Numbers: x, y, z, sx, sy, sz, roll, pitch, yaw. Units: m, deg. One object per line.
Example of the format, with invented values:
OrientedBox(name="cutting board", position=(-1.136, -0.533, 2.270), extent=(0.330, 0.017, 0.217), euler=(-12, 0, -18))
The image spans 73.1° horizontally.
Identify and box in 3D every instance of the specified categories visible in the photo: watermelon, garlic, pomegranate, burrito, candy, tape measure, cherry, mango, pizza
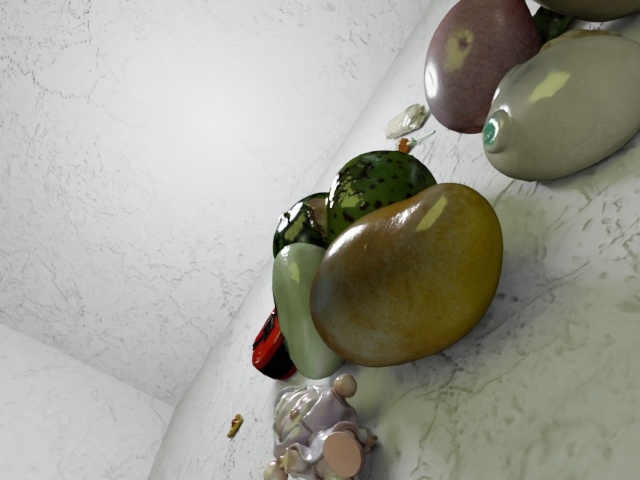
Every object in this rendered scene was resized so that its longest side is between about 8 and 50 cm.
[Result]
OrientedBox(name="watermelon", position=(0.432, -0.405, 0.859), extent=(0.245, 0.063, 0.119), euler=(-58, -8, 29))
OrientedBox(name="garlic", position=(0.377, -0.272, 0.638), extent=(0.094, 0.112, 0.074), euler=(63, -150, -65))
OrientedBox(name="pomegranate", position=(0.103, -0.047, 0.836), extent=(0.254, 0.270, 0.255), euler=(-2, -90, -84))
OrientedBox(name="burrito", position=(0.280, -0.396, 1.471), extent=(0.275, 0.059, 0.082), euler=(-162, 89, -79))
OrientedBox(name="candy", position=(0.280, -0.296, 1.282), extent=(0.184, 0.048, 0.056), euler=(169, 102, -67))
OrientedBox(name="tape measure", position=(-0.099, 0.264, 1.238), extent=(0.253, 0.114, 0.260), euler=(-59, 11, 3))
OrientedBox(name="cherry", position=(0.278, -0.311, 0.763), extent=(0.206, 0.239, 0.239), euler=(-24, 30, 32))
OrientedBox(name="mango", position=(0.112, 0.055, 0.613), extent=(0.384, 0.198, 0.222), euler=(124, 137, -51))
OrientedBox(name="watermelon", position=(0.004, 0.003, 1.130), extent=(0.269, 0.268, 0.269), euler=(-55, 12, 17))
OrientedBox(name="pizza", position=(-0.276, 0.585, 1.386), extent=(0.083, 0.025, 0.078), euler=(-58, 13, 8))

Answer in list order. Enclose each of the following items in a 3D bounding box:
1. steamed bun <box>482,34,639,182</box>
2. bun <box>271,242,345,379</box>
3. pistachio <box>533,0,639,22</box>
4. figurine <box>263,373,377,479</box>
OrientedBox(name="steamed bun", position=(0.311, -0.178, 0.584), extent=(0.177, 0.130, 0.228), euler=(-64, 14, -20))
OrientedBox(name="bun", position=(0.006, 0.135, 0.918), extent=(0.283, 0.179, 0.284), euler=(169, 90, -70))
OrientedBox(name="pistachio", position=(0.411, -0.444, 0.654), extent=(0.332, 0.225, 0.208), euler=(-106, 7, -63))
OrientedBox(name="figurine", position=(0.007, 0.303, 0.649), extent=(0.200, 0.133, 0.276), euler=(-49, 14, -13))
